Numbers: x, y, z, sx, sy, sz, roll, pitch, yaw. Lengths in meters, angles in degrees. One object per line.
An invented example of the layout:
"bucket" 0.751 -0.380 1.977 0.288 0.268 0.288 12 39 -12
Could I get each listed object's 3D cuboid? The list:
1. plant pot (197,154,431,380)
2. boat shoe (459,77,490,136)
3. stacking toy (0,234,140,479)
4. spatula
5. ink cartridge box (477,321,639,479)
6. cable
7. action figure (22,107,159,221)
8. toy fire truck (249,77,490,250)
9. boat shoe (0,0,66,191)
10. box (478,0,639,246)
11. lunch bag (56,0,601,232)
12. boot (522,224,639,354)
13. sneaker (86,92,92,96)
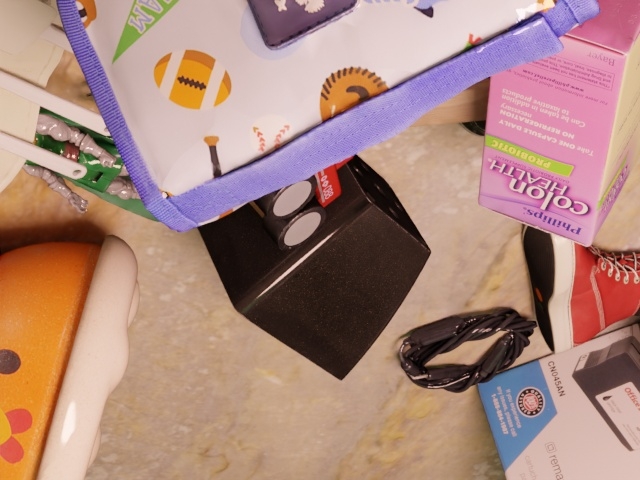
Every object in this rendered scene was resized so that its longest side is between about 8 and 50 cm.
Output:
"plant pot" 0.000 0.000 1.357 0.167 0.188 0.187 -40 135 13
"boat shoe" 0.153 -0.166 1.278 0.078 0.070 0.219 -17 141 5
"stacking toy" -0.444 0.115 1.314 0.480 0.350 0.350 15 135 -8
"spatula" -0.247 -0.127 1.108 0.168 0.019 0.242 -42 145 20
"ink cartridge box" 0.441 0.265 1.706 0.395 0.285 0.166 -22 140 9
"cable" 0.196 0.146 1.682 0.185 0.047 0.150 -20 140 7
"action figure" -0.227 -0.076 1.290 0.232 0.063 0.137 18 135 -28
"toy fire truck" 0.026 -0.122 1.188 0.246 0.158 0.217 -37 155 -10
"boat shoe" -0.306 -0.138 1.156 0.109 0.091 0.305 3 137 -36
"box" 0.245 -0.161 1.183 0.117 0.213 0.243 21 145 20
"lunch bag" -0.007 -0.220 0.922 0.328 0.385 0.239 -26 140 16
"boot" 0.340 0.023 1.558 0.176 0.088 0.244 -22 140 -3
"sneaker" -0.132 -0.127 1.258 0.089 0.051 0.170 -12 171 40
